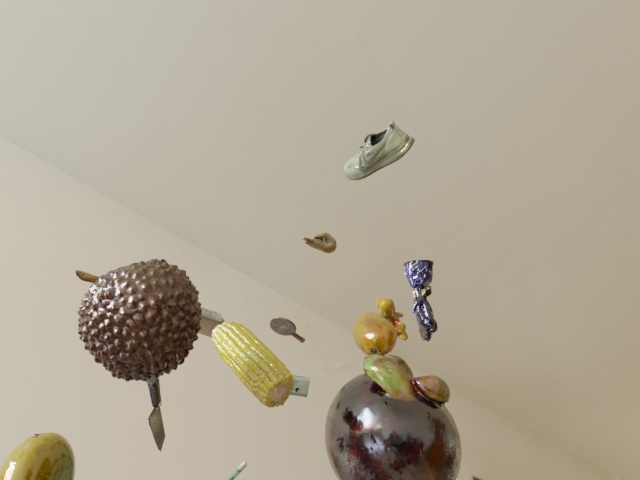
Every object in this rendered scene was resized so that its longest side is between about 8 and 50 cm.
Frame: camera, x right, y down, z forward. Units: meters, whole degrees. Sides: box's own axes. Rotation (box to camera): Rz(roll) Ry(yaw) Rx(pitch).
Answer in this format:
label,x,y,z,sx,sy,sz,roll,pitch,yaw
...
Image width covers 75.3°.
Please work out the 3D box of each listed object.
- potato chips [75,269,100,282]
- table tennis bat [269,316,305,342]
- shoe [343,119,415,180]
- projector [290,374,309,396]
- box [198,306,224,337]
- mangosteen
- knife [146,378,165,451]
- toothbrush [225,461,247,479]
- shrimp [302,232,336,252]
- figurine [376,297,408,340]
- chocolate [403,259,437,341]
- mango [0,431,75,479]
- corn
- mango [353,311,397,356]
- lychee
label,x,y,z,sx,sy,sz,roll,pitch,yaw
potato chips,-0.518,0.094,1.061,0.203,0.026,0.037,2,-80,-2
table tennis bat,-0.122,0.332,1.717,0.170,0.119,0.107,40,-52,-20
shoe,0.159,-0.273,1.278,0.098,0.103,0.274,47,-41,-18
projector,-0.100,0.662,1.886,0.082,0.083,0.083,13,-15,-12
box,-0.339,0.240,1.224,0.089,0.122,0.062,23,-99,-19
mangosteen,0.145,0.379,0.828,0.287,0.288,0.288,-1,-55,-2
knife,-0.440,0.472,1.104,0.028,0.060,0.231,3,-69,7
toothbrush,-0.300,0.769,1.311,0.018,0.024,0.257,26,-64,-26
shrimp,0.000,0.000,1.234,0.108,0.023,0.059,24,-104,-16
figurine,0.253,0.280,1.452,0.121,0.122,0.176,-32,-63,-17
chocolate,0.409,0.235,1.675,0.126,0.344,0.148,10,-30,-12
mango,-0.585,0.518,0.830,0.114,0.251,0.157,-3,-46,4
corn,-0.138,0.233,0.816,0.081,0.248,0.081,-15,-64,-34
mango,0.140,0.252,1.118,0.111,0.163,0.090,-26,-71,-19
lychee,-0.271,0.126,0.635,0.187,0.188,0.188,-1,-55,-2
